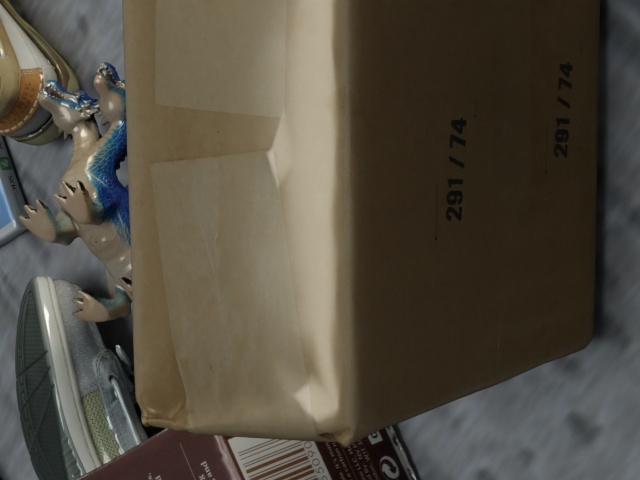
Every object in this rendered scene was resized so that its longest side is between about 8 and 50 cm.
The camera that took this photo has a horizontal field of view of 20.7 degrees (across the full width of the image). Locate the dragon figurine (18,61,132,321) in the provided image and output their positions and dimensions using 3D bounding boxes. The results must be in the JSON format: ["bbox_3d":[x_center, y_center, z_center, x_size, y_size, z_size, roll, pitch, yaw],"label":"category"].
[{"bbox_3d":[-0.140,-0.004,1.382,0.085,0.144,0.289,-30,97,38],"label":"dragon figurine"}]

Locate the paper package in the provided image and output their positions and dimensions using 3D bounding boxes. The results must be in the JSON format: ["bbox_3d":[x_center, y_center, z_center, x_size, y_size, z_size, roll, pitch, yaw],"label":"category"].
[{"bbox_3d":[0.035,-0.068,1.071,0.168,0.309,0.324,4,100,36],"label":"paper package"}]

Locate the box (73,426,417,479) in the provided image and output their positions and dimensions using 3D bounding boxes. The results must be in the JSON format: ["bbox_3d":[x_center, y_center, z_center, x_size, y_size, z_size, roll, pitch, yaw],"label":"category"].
[{"bbox_3d":[-0.054,0.209,1.283,0.203,0.167,0.168,-31,80,40],"label":"box"}]

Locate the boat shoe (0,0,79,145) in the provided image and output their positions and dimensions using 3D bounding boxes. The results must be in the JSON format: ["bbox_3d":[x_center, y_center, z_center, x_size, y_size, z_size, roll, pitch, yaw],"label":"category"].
[{"bbox_3d":[-0.332,-0.195,1.490,0.302,0.103,0.113,37,99,27],"label":"boat shoe"}]

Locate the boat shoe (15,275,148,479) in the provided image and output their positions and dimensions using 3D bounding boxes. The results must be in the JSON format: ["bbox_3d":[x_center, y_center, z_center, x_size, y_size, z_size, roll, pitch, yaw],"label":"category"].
[{"bbox_3d":[-0.170,0.177,1.442,0.118,0.103,0.320,-50,58,55],"label":"boat shoe"}]

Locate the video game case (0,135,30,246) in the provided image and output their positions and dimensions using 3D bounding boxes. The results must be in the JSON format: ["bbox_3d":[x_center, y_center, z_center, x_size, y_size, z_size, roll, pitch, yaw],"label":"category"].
[{"bbox_3d":[-0.360,-0.063,1.606,0.212,0.023,0.193,-28,79,40],"label":"video game case"}]
